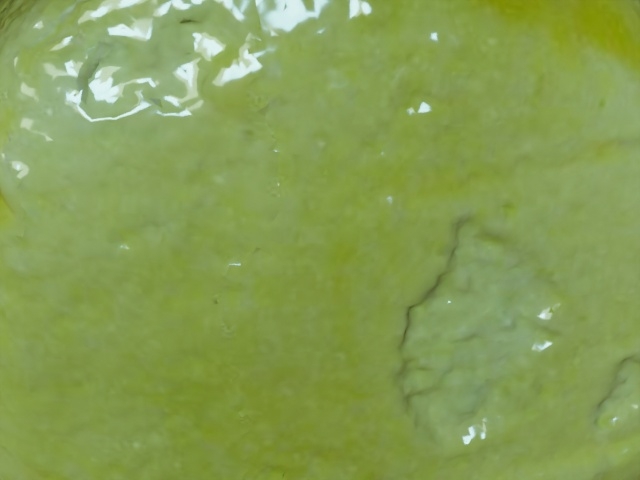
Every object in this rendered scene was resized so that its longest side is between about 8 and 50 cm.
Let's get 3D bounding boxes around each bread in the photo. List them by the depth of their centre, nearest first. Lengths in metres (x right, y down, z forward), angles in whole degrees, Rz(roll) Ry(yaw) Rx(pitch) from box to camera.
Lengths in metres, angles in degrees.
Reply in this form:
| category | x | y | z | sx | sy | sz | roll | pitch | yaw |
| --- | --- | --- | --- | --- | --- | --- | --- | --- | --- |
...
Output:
| category | x | y | z | sx | sy | sz | roll | pitch | yaw |
| --- | --- | --- | --- | --- | --- | --- | --- | --- | --- |
| bread | 0.000 | 0.000 | 0.426 | 0.270 | 0.148 | 0.269 | -2 | 120 | -4 |
